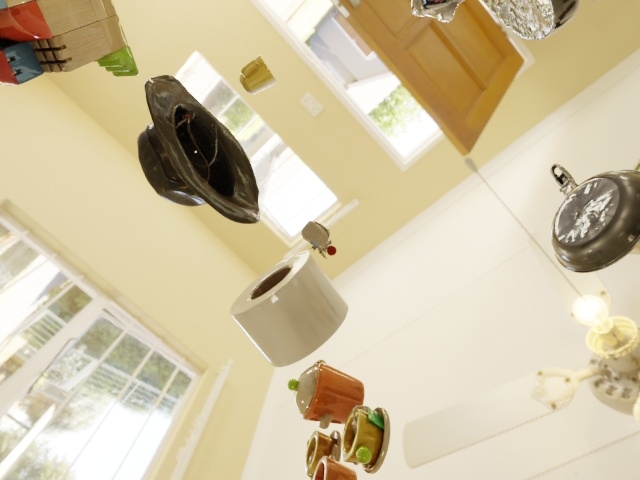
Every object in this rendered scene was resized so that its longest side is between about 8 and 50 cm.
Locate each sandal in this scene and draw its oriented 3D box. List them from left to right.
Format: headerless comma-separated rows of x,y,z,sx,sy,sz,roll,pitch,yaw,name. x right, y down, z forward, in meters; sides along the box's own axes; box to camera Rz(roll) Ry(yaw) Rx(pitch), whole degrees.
0.111,-0.319,0.483,0.107,0.167,0.446,-35,-134,17,sandal

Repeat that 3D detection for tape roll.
-0.076,0.164,1.102,0.246,0.169,0.246,-34,-168,8,tape roll

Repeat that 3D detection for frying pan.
0.488,-0.089,0.812,0.197,0.053,0.326,-49,-160,52,frying pan

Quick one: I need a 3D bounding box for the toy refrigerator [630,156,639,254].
0.786,-0.101,1.093,0.269,0.094,0.102,-54,-173,-4,toy refrigerator

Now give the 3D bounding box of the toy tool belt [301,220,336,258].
0.000,0.000,0.878,0.052,0.083,0.051,-45,172,-5,toy tool belt

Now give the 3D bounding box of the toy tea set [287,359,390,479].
0.003,0.301,0.653,0.336,0.124,0.200,170,-61,-81,toy tea set

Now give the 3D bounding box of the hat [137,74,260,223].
-0.253,-0.142,0.866,0.134,0.331,0.331,-29,-163,14,hat

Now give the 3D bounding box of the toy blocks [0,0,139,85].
-0.421,-0.367,0.589,0.190,0.381,0.261,5,-141,17,toy blocks

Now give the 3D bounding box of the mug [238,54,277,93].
-0.135,-0.337,0.916,0.064,0.078,0.062,-33,-130,8,mug
